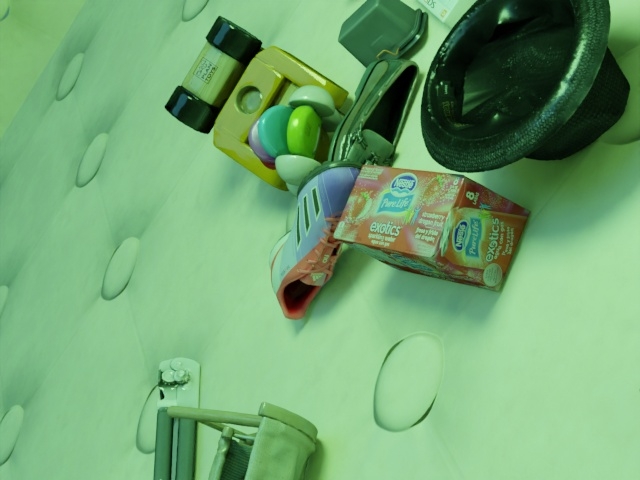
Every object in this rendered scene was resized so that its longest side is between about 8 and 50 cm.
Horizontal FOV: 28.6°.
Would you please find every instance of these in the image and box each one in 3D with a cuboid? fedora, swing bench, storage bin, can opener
[{"bbox_3d":[0.284,-0.201,1.633,0.334,0.152,0.334,-36,40,39],"label":"fedora"},{"bbox_3d":[-0.122,0.382,1.826,0.254,0.165,0.253,-9,60,49],"label":"swing bench"},{"bbox_3d":[0.095,-0.345,2.079,0.135,0.091,0.098,-39,25,39],"label":"storage bin"},{"bbox_3d":[-0.247,0.324,2.168,0.093,0.074,0.280,96,173,-47],"label":"can opener"}]

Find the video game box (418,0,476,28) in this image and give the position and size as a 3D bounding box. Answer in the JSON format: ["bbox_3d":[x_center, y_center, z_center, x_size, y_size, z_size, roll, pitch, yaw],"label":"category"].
[{"bbox_3d":[0.232,-0.454,2.012,0.205,0.048,0.187,-56,34,15],"label":"video game box"}]

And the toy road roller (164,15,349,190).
[{"bbox_3d":[-0.089,-0.241,2.252,0.329,0.240,0.203,36,101,22],"label":"toy road roller"}]

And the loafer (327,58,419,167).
[{"bbox_3d":[0.085,-0.174,1.988,0.084,0.096,0.268,-4,62,50],"label":"loafer"}]

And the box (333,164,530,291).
[{"bbox_3d":[0.149,-0.021,1.734,0.257,0.128,0.123,12,78,60],"label":"box"}]

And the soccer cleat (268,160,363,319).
[{"bbox_3d":[0.000,0.000,1.924,0.318,0.108,0.116,120,150,-50],"label":"soccer cleat"}]

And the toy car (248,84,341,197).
[{"bbox_3d":[-0.046,-0.160,2.015,0.182,0.136,0.159,56,-135,-73],"label":"toy car"}]
